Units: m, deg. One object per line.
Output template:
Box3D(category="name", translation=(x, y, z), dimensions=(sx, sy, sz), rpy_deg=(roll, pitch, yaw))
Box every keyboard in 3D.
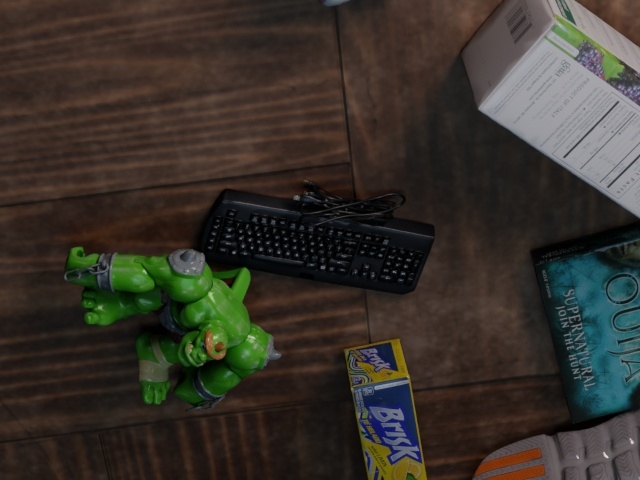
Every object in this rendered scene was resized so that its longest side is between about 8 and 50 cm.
Box3D(category="keyboard", translation=(0.000, 0.000, 1.458), dimensions=(0.192, 0.038, 0.100), rpy_deg=(9, 123, -12))

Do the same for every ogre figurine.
Box3D(category="ogre figurine", translation=(-0.118, 0.066, 1.463), dimensions=(0.118, 0.097, 0.197), rpy_deg=(-17, 111, 28))

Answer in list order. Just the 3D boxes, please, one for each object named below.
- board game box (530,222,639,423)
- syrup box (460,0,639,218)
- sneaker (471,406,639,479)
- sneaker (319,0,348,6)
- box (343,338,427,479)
Box3D(category="board game box", translation=(0.264, 0.072, 1.538), dimensions=(0.126, 0.026, 0.186), rpy_deg=(-15, 124, 6))
Box3D(category="syrup box", translation=(0.232, -0.099, 1.377), dimensions=(0.237, 0.093, 0.096), rpy_deg=(30, 116, -23))
Box3D(category="sneaker", translation=(0.310, 0.246, 1.620), dimensions=(0.321, 0.124, 0.180), rpy_deg=(-13, 129, 16))
Box3D(category="sneaker", translation=(0.069, -0.271, 1.252), dimensions=(0.104, 0.095, 0.236), rpy_deg=(6, 129, -17))
Box3D(category="box", translation=(0.061, 0.173, 1.568), dimensions=(0.054, 0.059, 0.169), rpy_deg=(-12, 125, 0))
